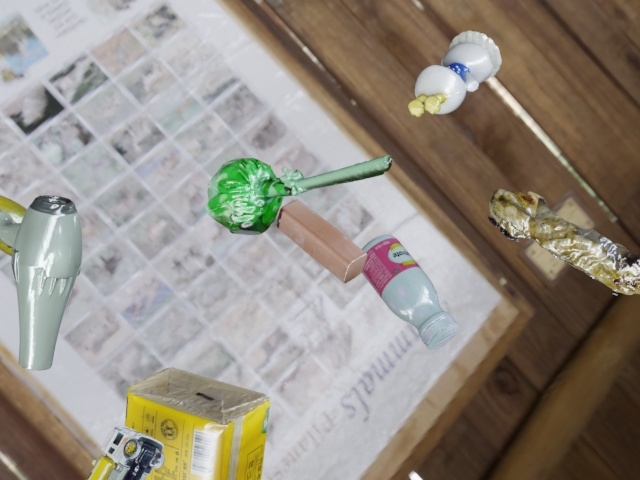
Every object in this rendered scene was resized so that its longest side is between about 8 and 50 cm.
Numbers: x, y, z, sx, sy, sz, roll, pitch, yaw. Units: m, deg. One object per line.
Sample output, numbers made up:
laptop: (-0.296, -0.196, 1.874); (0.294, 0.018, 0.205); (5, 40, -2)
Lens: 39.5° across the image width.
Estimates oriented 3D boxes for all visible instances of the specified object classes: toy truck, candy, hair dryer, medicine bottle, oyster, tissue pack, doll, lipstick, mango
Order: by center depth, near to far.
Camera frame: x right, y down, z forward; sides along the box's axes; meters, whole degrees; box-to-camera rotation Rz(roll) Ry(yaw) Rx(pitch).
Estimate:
candy: (-0.024, -0.064, 0.988); (0.097, 0.097, 0.323); (-43, -160, -32)
hair dryer: (-0.404, 0.056, 1.212); (0.092, 0.229, 0.267); (-1, 180, -40)
lipstick: (0.000, 0.000, 1.314); (0.045, 0.145, 0.045); (-27, 146, -40)
oyster: (0.447, 0.000, 1.534); (0.128, 0.345, 0.079); (-37, 154, -54)
medicine bottle: (0.155, 0.091, 1.575); (0.090, 0.217, 0.090); (-26, 148, -18)
mango: (-0.565, -0.005, 1.695); (0.091, 0.237, 0.137); (-54, -158, -14)
toy truck: (-0.419, 0.485, 1.795); (0.227, 0.114, 0.098); (-61, 141, -11)
doll: (0.277, -0.337, 1.826); (0.138, 0.119, 0.293); (3, -143, 37)
tissue pack: (-0.295, 0.524, 2.069); (0.228, 0.293, 0.382); (-21, 120, -64)
